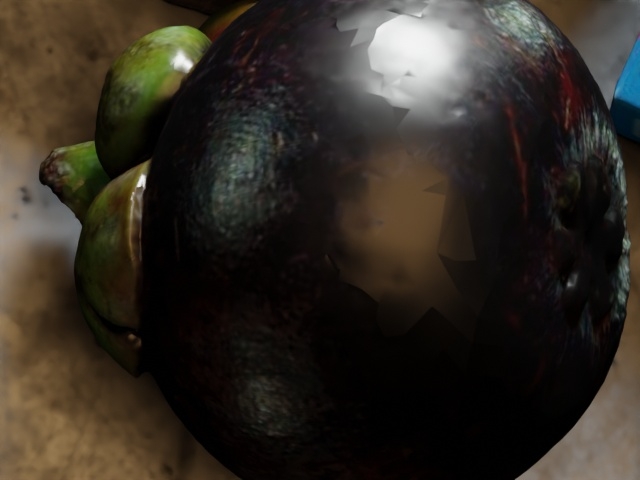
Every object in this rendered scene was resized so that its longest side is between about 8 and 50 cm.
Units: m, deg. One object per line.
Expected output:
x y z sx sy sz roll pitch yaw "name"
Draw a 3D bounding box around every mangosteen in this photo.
0.015 0.004 0.984 0.300 0.300 0.300 2 83 -17 "mangosteen"

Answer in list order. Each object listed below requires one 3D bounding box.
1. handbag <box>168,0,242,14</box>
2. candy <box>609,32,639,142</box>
0.000 -0.198 1.098 0.193 0.072 0.151 10 81 -15 "handbag"
0.307 -0.179 1.127 0.157 0.100 0.306 26 87 10 "candy"
